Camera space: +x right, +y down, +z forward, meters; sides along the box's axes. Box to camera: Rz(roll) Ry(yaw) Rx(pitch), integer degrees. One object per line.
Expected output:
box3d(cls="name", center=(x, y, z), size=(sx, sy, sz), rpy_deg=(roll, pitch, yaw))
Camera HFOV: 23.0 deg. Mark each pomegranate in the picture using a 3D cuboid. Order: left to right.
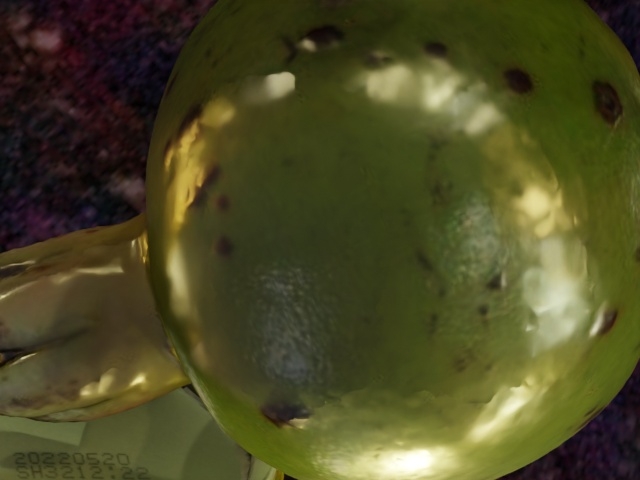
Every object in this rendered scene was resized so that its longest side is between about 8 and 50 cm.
box3d(cls="pomegranate", center=(0.000, 0.000, 0.523), size=(0.248, 0.202, 0.202), rpy_deg=(-16, 113, 5))

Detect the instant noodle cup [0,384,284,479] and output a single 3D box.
box3d(cls="instant noodle cup", center=(-0.112, 0.161, 0.638), size=(0.215, 0.215, 0.236), rpy_deg=(23, 117, 9))
